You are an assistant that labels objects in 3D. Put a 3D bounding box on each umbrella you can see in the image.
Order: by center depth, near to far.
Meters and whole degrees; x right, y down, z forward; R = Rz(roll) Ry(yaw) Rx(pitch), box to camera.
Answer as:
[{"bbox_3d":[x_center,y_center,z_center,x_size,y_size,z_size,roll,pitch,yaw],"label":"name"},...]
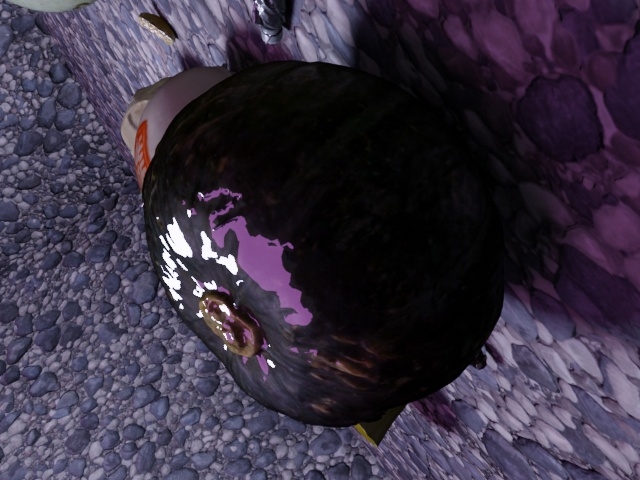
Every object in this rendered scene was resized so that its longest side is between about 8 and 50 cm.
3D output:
[{"bbox_3d":[-0.067,-0.318,0.806,0.188,0.050,0.046,105,148,-71],"label":"umbrella"}]

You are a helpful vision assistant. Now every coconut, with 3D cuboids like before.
[{"bbox_3d":[-0.334,-0.249,1.404,0.224,0.224,0.224,48,164,18],"label":"coconut"}]

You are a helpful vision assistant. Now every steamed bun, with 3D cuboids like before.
[{"bbox_3d":[-0.191,-0.107,1.133,0.374,0.241,0.374,52,166,18],"label":"steamed bun"}]

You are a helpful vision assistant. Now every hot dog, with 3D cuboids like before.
[{"bbox_3d":[-0.340,-0.451,1.343,0.090,0.034,0.030,35,155,-6],"label":"hot dog"}]

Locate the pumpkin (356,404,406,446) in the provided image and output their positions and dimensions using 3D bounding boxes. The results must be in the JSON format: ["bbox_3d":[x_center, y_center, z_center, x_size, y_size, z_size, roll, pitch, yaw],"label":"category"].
[{"bbox_3d":[0.088,0.311,1.526,0.332,0.199,0.332,48,172,9],"label":"pumpkin"}]

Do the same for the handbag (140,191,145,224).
[{"bbox_3d":[-0.335,-0.072,1.741,0.241,0.263,0.223,43,137,41],"label":"handbag"}]

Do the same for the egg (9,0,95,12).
[{"bbox_3d":[-0.495,-0.553,1.096,0.379,0.287,0.288,36,158,31],"label":"egg"}]

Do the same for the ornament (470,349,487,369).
[{"bbox_3d":[0.192,0.125,1.011,0.203,0.088,0.081,38,139,6],"label":"ornament"}]

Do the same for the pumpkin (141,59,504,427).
[{"bbox_3d":[0.000,0.000,0.764,0.454,0.344,0.455,32,146,25],"label":"pumpkin"}]
